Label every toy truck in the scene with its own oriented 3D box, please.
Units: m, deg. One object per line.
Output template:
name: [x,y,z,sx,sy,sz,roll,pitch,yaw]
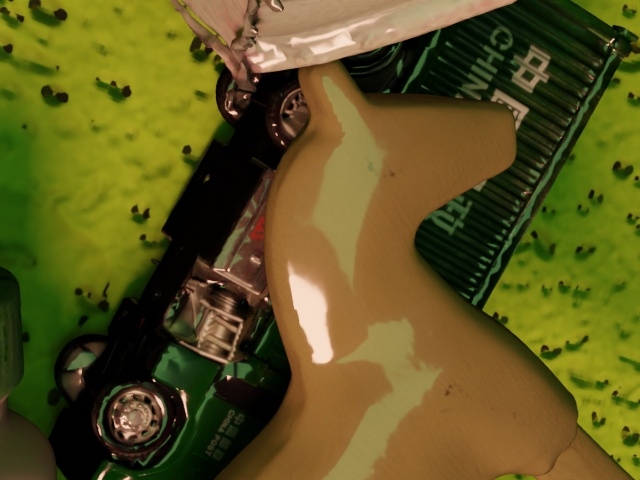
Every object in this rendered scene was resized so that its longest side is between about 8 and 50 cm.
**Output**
toy truck: [0.000,0.000,0.776,0.121,0.088,0.259,29,91,-21]

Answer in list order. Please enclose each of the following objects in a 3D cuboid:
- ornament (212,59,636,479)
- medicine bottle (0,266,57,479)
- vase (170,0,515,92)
ornament: [0.028,0.072,0.720,0.245,0.061,0.230,43,83,-27]
medicine bottle: [-0.161,0.145,0.733,0.133,0.133,0.274,-3,102,-17]
vase: [0.109,-0.251,0.681,0.445,0.250,0.250,-31,109,-14]
